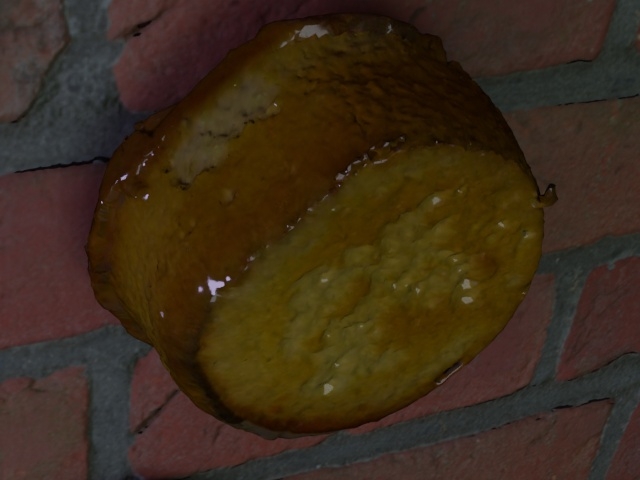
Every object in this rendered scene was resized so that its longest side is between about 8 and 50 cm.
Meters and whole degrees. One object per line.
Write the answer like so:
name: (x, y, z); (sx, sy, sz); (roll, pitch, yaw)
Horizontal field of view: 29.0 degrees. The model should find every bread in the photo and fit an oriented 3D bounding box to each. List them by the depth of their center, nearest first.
bread: (0.000, 0.000, 1.088); (0.398, 0.215, 0.398); (-18, 137, -18)
